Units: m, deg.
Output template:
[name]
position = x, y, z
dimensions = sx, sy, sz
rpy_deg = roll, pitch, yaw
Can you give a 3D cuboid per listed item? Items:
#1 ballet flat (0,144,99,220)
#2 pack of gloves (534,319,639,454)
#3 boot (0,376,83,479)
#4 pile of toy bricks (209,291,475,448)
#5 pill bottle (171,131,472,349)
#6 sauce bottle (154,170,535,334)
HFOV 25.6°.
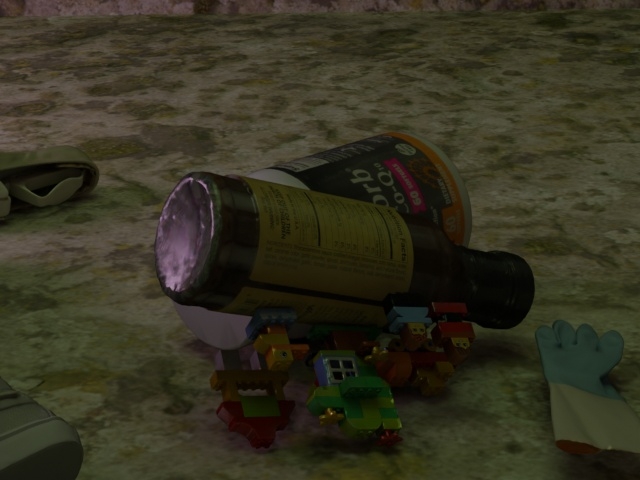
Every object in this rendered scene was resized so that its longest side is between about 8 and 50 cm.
[ballet flat]
position = -0.368, -0.063, 1.667
dimensions = 0.248, 0.086, 0.086
rpy_deg = -18, 25, -42
[pack of gloves]
position = 0.268, 0.135, 1.122
dimensions = 0.195, 0.046, 0.232
rpy_deg = 11, 22, 0
[boot]
position = -0.290, 0.155, 0.948
dimensions = 0.123, 0.095, 0.258
rpy_deg = 34, 26, 26
[pile of toy bricks]
position = 0.032, 0.115, 1.107
dimensions = 0.212, 0.118, 0.105
rpy_deg = 1, 55, -26
[pill bottle]
position = 0.000, 0.000, 1.319
dimensions = 0.162, 0.162, 0.278
rpy_deg = 16, 26, 41
[sauce bottle]
position = 0.031, 0.023, 1.168
dimensions = 0.344, 0.111, 0.111
rpy_deg = 12, 8, -36
